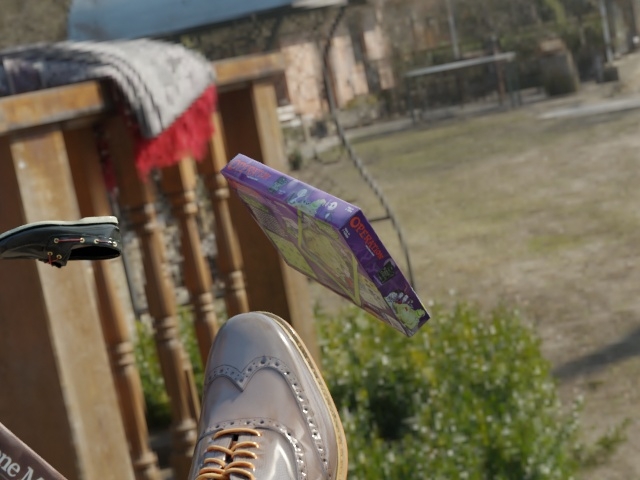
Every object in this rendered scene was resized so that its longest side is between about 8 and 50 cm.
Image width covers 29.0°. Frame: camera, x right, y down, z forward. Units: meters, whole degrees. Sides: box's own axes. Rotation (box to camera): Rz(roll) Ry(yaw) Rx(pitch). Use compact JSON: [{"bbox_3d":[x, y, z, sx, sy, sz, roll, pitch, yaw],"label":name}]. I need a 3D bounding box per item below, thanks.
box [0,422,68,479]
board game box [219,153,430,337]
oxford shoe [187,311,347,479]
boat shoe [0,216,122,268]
[{"bbox_3d":[-0.390,0.330,1.080,0.381,0.191,0.143,-53,16,-27],"label":"box"},{"bbox_3d":[0.000,0.000,1.738,0.056,0.208,0.347,-46,33,-10],"label":"board game box"},{"bbox_3d":[-0.051,0.199,1.025,0.130,0.363,0.133,-16,-37,10],"label":"oxford shoe"},{"bbox_3d":[-0.265,0.005,1.255,0.133,0.042,0.049,-6,-20,-27],"label":"boat shoe"}]
